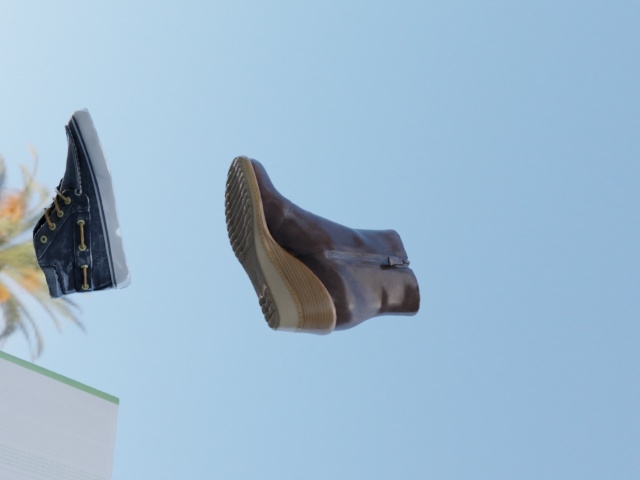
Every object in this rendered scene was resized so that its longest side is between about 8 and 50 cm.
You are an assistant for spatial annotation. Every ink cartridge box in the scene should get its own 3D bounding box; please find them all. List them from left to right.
[{"bbox_3d":[-0.284,0.244,0.870,0.056,0.171,0.235,-23,-128,28],"label":"ink cartridge box"}]

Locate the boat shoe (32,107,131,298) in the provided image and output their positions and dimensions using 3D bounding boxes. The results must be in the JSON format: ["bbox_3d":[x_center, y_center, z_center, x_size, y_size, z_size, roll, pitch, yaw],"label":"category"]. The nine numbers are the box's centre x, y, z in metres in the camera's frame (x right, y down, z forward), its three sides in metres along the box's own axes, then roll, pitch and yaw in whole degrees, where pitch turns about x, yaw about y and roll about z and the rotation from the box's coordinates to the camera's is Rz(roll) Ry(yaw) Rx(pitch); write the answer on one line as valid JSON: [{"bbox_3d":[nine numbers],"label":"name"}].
[{"bbox_3d":[-0.235,-0.029,0.829,0.065,0.083,0.183,-135,-145,-62],"label":"boat shoe"}]

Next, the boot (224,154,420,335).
[{"bbox_3d":[0.000,0.000,1.102,0.090,0.207,0.248,-50,-127,52],"label":"boot"}]
